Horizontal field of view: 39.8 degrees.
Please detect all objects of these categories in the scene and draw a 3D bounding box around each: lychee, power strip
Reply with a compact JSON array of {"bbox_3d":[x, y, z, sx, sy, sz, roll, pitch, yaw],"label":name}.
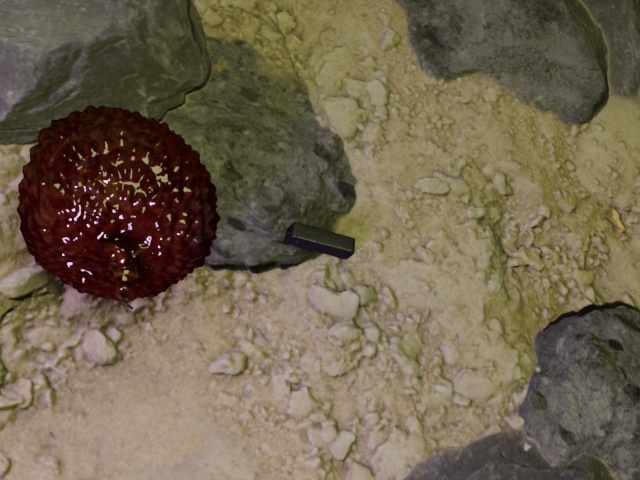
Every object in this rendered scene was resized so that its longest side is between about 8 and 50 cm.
[{"bbox_3d":[-0.266,-0.044,1.172,0.264,0.264,0.300,1,47,-23],"label":"lychee"},{"bbox_3d":[0.000,0.000,1.397,0.111,0.038,0.029,15,65,-18],"label":"power strip"}]
